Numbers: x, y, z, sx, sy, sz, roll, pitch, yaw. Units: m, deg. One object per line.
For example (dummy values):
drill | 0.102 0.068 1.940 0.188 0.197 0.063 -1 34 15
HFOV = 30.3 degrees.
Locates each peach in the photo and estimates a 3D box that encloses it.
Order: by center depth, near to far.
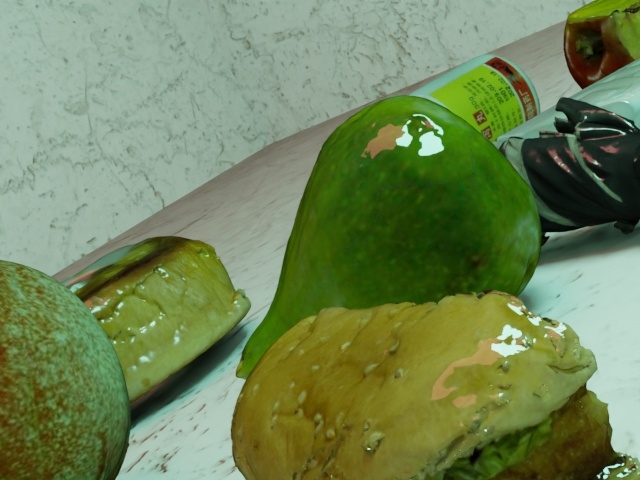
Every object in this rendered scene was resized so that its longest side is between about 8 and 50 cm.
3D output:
peach | 0.404 -0.242 1.383 0.267 0.159 0.154 -33 22 -25

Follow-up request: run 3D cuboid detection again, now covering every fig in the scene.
fig | 0.039 0.025 0.941 0.275 0.206 0.206 -46 9 3

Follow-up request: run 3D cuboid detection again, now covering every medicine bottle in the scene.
medicine bottle | 0.171 -0.144 1.550 0.225 0.139 0.139 -32 11 -32

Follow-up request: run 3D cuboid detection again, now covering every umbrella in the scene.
umbrella | 0.264 -0.057 0.959 0.357 0.113 0.106 -5 37 51

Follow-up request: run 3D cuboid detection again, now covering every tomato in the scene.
tomato | -0.304 0.142 0.901 0.303 0.239 0.303 -25 -7 -3

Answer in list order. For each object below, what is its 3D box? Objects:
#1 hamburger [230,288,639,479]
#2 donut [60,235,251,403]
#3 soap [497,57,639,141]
hamburger | 0.033 0.104 0.637 0.131 0.124 0.262 -32 10 -29
donut | -0.241 0.101 1.297 0.330 0.160 0.330 -32 3 2
soap | 0.338 -0.131 1.166 0.289 0.095 0.173 -29 9 -12
